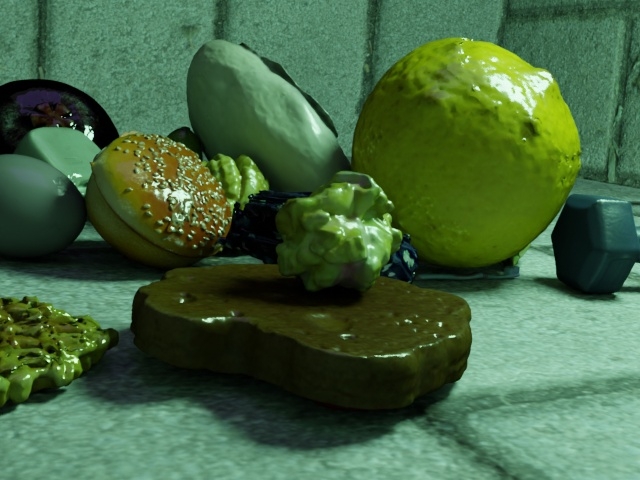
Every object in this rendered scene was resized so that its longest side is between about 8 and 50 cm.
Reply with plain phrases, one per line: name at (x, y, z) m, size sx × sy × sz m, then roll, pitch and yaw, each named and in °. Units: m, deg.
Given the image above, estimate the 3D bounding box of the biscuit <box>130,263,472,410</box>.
biscuit at (-0.006, 0.085, 0.836) m, size 0.359 × 0.074 × 0.381 m, roll 3°, pitch 12°, yaw -8°

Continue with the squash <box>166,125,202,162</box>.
squash at (-0.258, -0.114, 1.525) m, size 0.095 × 0.187 × 0.095 m, roll 2°, pitch 12°, yaw 0°

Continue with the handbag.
handbag at (0.000, 0.000, 1.110) m, size 0.260 × 0.113 × 0.162 m, roll 10°, pitch -9°, yaw 32°

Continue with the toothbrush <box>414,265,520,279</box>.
toothbrush at (0.225, 0.052, 1.276) m, size 0.193 × 0.019 × 0.013 m, roll -2°, pitch 12°, yaw -25°

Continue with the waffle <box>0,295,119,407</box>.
waffle at (-0.321, 0.089, 0.743) m, size 0.254 × 0.052 × 0.245 m, roll 8°, pitch 9°, yaw 15°

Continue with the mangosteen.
mangosteen at (-0.508, -0.150, 1.547) m, size 0.275 × 0.274 × 0.302 m, roll -1°, pitch -25°, yaw -26°

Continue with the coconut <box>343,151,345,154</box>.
coconut at (-0.011, -0.135, 1.861) m, size 0.161 × 0.162 × 0.161 m, roll -10°, pitch 33°, yaw 7°

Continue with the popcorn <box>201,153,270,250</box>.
popcorn at (-0.163, -0.060, 1.361) m, size 0.174 × 0.173 × 0.142 m, roll 11°, pitch 5°, yaw 32°

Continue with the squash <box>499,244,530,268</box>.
squash at (0.330, -0.022, 1.488) m, size 0.137 × 0.137 × 0.287 m, roll 3°, pitch 16°, yaw -8°

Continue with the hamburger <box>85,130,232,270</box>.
hamburger at (-0.230, -0.056, 1.192) m, size 0.237 × 0.147 × 0.237 m, roll 33°, pitch 19°, yaw -13°

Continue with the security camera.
security camera at (-0.350, -0.064, 1.317) m, size 0.301 × 0.080 × 0.157 m, roll 43°, pitch 21°, yaw 16°

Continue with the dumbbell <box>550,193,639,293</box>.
dumbbell at (0.525, 0.008, 1.294) m, size 0.325 × 0.159 × 0.144 m, roll 3°, pitch -21°, yaw -16°

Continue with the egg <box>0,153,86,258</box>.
egg at (-0.425, -0.047, 1.189) m, size 0.199 × 0.146 × 0.146 m, roll 17°, pitch 14°, yaw 19°

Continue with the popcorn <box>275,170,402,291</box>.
popcorn at (0.018, -0.003, 0.883) m, size 0.145 × 0.126 × 0.126 m, roll -22°, pitch 0°, yaw -41°

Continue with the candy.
candy at (-0.087, -0.159, 1.510) m, size 0.186 × 0.386 × 0.427 m, roll -42°, pitch 42°, yaw -14°

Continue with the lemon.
lemon at (0.208, -0.125, 1.300) m, size 0.350 × 0.387 × 0.349 m, roll 28°, pitch 36°, yaw -23°
